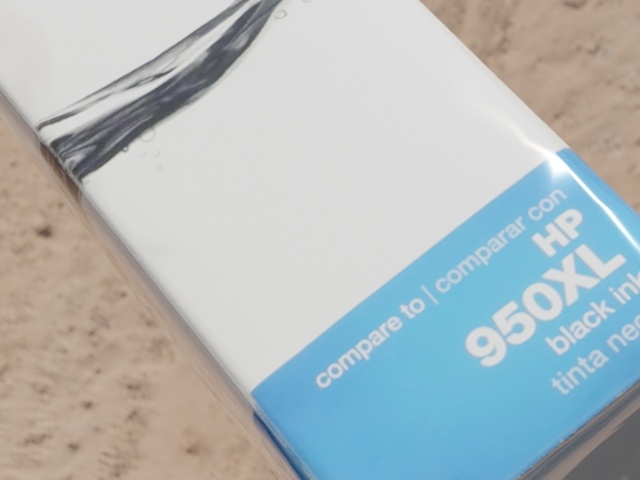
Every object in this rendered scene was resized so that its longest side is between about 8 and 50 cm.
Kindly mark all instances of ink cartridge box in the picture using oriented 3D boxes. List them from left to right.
[{"bbox_3d":[0.000,0.000,0.812,0.166,0.285,0.395,-38,63,-6],"label":"ink cartridge box"}]
